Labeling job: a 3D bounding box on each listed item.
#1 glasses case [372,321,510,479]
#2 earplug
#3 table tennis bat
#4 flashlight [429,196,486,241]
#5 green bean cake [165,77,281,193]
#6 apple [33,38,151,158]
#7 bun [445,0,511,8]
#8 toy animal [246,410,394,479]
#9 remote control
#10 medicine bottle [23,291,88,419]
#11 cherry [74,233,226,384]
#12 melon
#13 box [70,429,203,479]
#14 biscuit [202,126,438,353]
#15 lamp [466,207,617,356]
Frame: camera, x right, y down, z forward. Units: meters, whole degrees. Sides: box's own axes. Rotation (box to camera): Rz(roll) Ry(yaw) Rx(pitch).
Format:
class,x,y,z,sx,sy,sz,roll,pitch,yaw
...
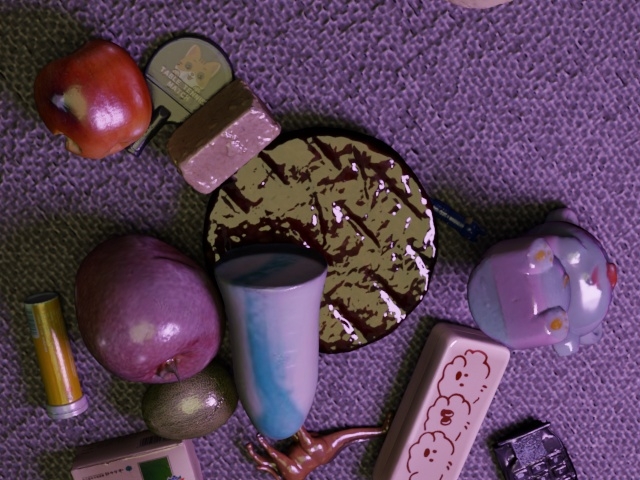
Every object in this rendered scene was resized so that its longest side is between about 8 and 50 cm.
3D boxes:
class,x,y,z,sx,sy,sz,roll,pitch,yaw
glasses case,0.217,0.319,2.013,0.144,0.076,0.336,13,106,-27
earplug,-0.079,0.184,1.847,0.185,0.185,0.324,-2,114,-4
table tennis bat,-0.247,-0.238,1.864,0.150,0.027,0.236,39,98,-15
flashlight,0.236,-0.040,1.952,0.121,0.057,0.035,33,66,-6
green bean cake,-0.163,-0.173,1.834,0.179,0.109,0.085,-38,130,7
apple,-0.364,-0.222,1.783,0.199,0.199,0.199,-1,106,-4
bun,0.254,-0.495,1.762,0.259,0.152,0.259,-2,107,-6
toy animal,0.006,0.366,2.039,0.229,0.066,0.224,35,87,-10
remote control,0.447,0.522,2.114,0.144,0.062,0.399,-24,108,4
medicine bottle,-0.468,0.202,1.949,0.074,0.074,0.218,-10,106,-1
cherry,-0.288,0.113,1.847,0.221,0.261,0.307,-46,61,14
melon,-0.223,0.277,1.954,0.192,0.139,0.139,-23,107,-2
box,-0.326,0.444,2.019,0.212,0.095,0.168,-14,109,0
biscuit,0.000,0.000,1.918,0.407,0.091,0.407,-1,107,-2
lamp,0.363,0.084,1.881,0.247,0.301,0.247,-18,86,39
